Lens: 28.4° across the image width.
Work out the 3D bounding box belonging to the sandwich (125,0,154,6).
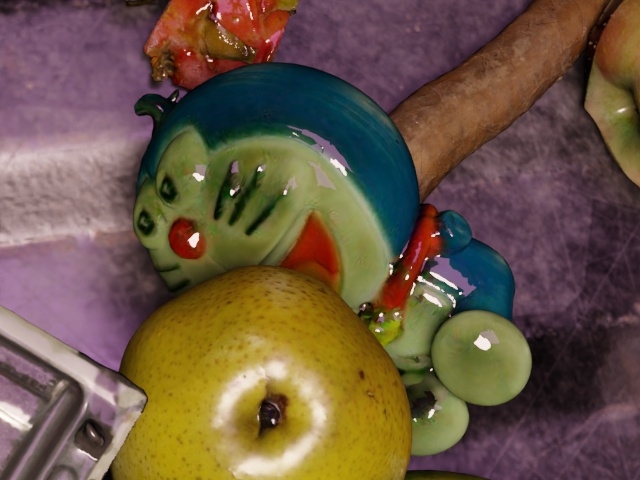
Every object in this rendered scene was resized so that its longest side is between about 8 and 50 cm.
[{"bbox_3d":[-0.133,-0.235,0.986,0.069,0.026,0.101,-13,89,-21],"label":"sandwich"}]

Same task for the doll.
[{"bbox_3d":[0.001,0.000,0.897,0.322,0.198,0.186,40,38,-10],"label":"doll"}]

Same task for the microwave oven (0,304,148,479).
[{"bbox_3d":[-0.309,0.210,0.640,0.247,0.333,0.394,31,65,-5],"label":"microwave oven"}]

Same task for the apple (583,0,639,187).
[{"bbox_3d":[0.333,-0.142,1.096,0.188,0.174,0.207,-18,97,-23],"label":"apple"}]

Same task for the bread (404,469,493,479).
[{"bbox_3d":[0.072,0.343,0.842,0.382,0.129,0.366,-8,70,-18],"label":"bread"}]

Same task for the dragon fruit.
[{"bbox_3d":[-0.063,-0.184,0.986,0.102,0.096,0.147,26,68,-17],"label":"dragon fruit"}]

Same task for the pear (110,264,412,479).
[{"bbox_3d":[-0.039,0.112,0.754,0.198,0.198,0.198,6,71,-20],"label":"pear"}]

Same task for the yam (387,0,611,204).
[{"bbox_3d":[0.147,-0.138,1.067,0.081,0.081,0.356,47,62,-2],"label":"yam"}]
